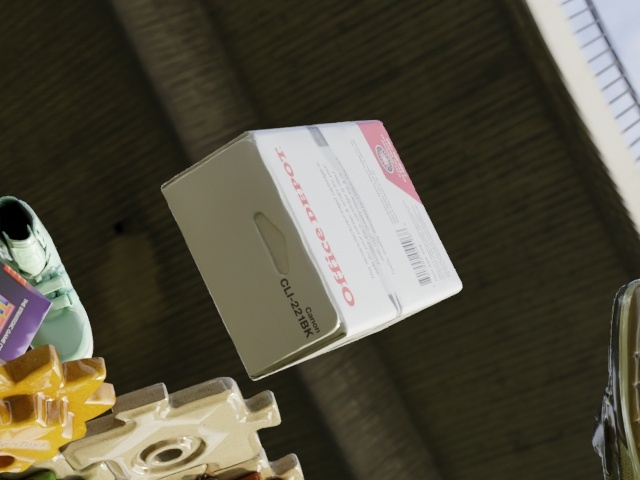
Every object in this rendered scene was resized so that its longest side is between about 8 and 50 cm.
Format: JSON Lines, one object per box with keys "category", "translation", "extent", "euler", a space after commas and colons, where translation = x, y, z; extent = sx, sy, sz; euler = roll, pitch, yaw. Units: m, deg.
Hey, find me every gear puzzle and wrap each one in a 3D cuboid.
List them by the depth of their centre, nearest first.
{"category": "gear puzzle", "translation": [-0.093, 0.130, 0.597], "extent": [0.339, 0.175, 0.044], "euler": [78, -7, -59]}

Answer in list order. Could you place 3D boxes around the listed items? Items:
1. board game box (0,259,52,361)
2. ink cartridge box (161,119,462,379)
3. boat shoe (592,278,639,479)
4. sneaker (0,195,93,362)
{"category": "board game box", "translation": [-0.377, 0.092, 1.374], "extent": [0.048, 0.170, 0.141], "euler": [-18, -51, 43]}
{"category": "ink cartridge box", "translation": [0.000, 0.000, 1.240], "extent": [0.114, 0.273, 0.197], "euler": [-29, -97, 26]}
{"category": "boat shoe", "translation": [0.227, 0.136, 0.931], "extent": [0.073, 0.080, 0.224], "euler": [-1, -79, 56]}
{"category": "sneaker", "translation": [-0.402, 0.060, 1.841], "extent": [0.256, 0.094, 0.151], "euler": [63, -8, 15]}
